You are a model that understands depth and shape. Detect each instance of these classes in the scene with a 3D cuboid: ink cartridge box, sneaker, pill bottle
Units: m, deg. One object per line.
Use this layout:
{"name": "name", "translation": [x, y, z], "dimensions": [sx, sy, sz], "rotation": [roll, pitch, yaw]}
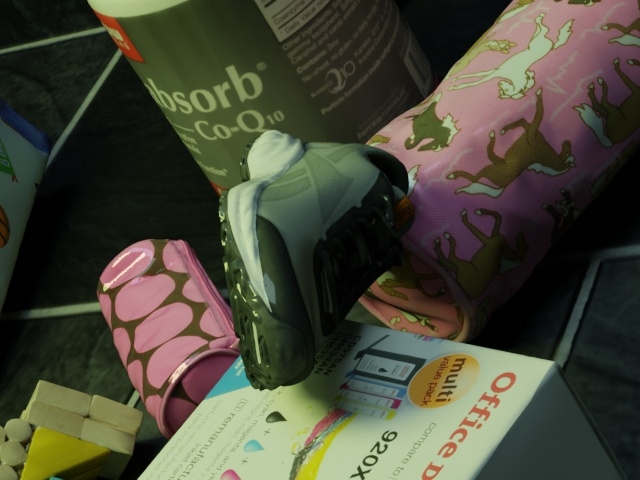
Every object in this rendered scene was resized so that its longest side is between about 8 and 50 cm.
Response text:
{"name": "ink cartridge box", "translation": [0.043, 0.166, 1.053], "dimensions": [0.233, 0.168, 0.171], "rotation": [9, 50, 48]}
{"name": "sneaker", "translation": [0.000, -0.001, 1.083], "dimensions": [0.108, 0.100, 0.271], "rotation": [-3, 24, 8]}
{"name": "pill bottle", "translation": [-0.064, -0.195, 1.439], "dimensions": [0.210, 0.363, 0.210], "rotation": [-23, 33, 16]}

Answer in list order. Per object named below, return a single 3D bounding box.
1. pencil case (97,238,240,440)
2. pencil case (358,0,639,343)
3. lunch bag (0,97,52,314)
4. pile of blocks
{"name": "pencil case", "translation": [-0.105, 0.070, 1.382], "dimensions": [0.098, 0.095, 0.209], "rotation": [-65, 31, 16]}
{"name": "pencil case", "translation": [0.156, -0.098, 1.317], "dimensions": [0.386, 0.160, 0.167], "rotation": [-48, 0, -20]}
{"name": "lunch bag", "translation": [-0.480, 0.017, 1.642], "dimensions": [0.385, 0.239, 0.328], "rotation": [-20, 38, 29]}
{"name": "pile of blocks", "translation": [-0.286, 0.215, 1.285], "dimensions": [0.362, 0.112, 0.149], "rotation": [-14, 61, -34]}
